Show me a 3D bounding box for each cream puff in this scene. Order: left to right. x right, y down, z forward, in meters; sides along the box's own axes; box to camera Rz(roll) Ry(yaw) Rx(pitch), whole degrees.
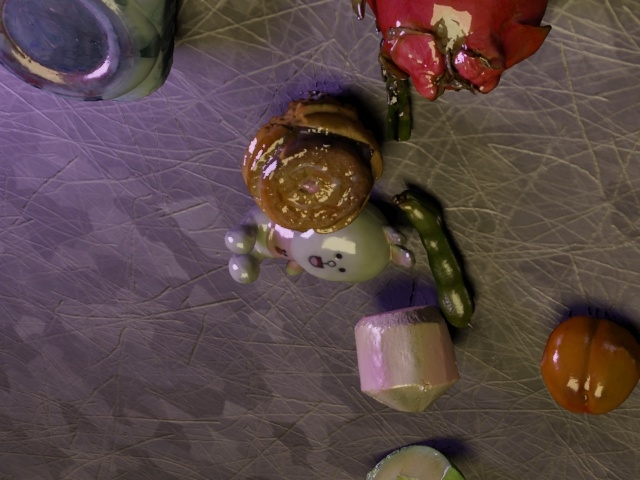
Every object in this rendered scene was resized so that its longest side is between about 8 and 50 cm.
[{"bbox_3d":[-0.012,-0.106,1.712,0.189,0.129,0.189,-4,127,-6],"label":"cream puff"}]

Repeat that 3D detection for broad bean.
[{"bbox_3d":[0.165,0.025,1.825,0.052,0.053,0.256,36,158,53],"label":"broad bean"}]

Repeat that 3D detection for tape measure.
[{"bbox_3d":[-0.299,-0.300,1.648,0.275,0.147,0.256,17,140,4],"label":"tape measure"}]

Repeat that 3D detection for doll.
[{"bbox_3d":[0.000,-0.008,1.835,0.275,0.113,0.154,-2,129,18],"label":"doll"}]

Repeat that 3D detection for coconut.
[{"bbox_3d":[0.124,0.174,1.901,0.147,0.147,0.152,-13,85,35],"label":"coconut"}]

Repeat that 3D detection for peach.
[{"bbox_3d":[0.375,0.176,1.819,0.138,0.138,0.138,14,137,13],"label":"peach"}]

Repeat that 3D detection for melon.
[{"bbox_3d":[0.154,0.405,2.175,0.064,0.118,0.209,33,152,-29],"label":"melon"}]

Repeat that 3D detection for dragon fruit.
[{"bbox_3d":[0.147,-0.263,1.416,0.224,0.227,0.224,21,142,18],"label":"dragon fruit"}]

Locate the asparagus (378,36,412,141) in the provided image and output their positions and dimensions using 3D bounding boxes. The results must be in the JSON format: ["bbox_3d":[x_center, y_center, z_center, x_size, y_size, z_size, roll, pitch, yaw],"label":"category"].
[{"bbox_3d":[0.093,-0.193,1.650,0.036,0.030,0.165,15,139,27],"label":"asparagus"}]
